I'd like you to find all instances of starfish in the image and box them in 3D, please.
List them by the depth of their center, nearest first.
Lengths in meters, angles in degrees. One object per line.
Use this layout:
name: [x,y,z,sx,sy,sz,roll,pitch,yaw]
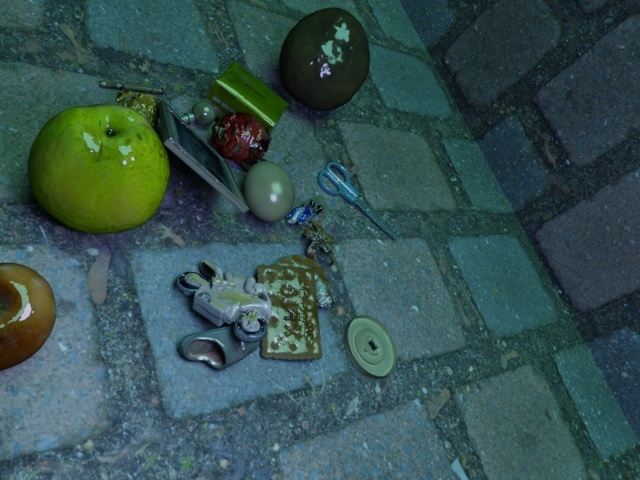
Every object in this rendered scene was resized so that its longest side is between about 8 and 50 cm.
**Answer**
starfish: [-0.001,-0.001,2.050,0.146,0.074,0.190,7,54,-30]

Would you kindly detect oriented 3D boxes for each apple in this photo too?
apple: [-0.725,0.166,1.199,0.253,0.253,0.254,22,48,-27]

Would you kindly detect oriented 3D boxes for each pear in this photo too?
pear: [-0.591,-0.203,1.477,0.390,0.391,0.391,22,48,-27]

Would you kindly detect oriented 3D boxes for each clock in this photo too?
clock: [0.185,0.382,1.951,0.234,0.029,0.235,22,49,-27]

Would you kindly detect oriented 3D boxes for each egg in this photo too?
egg: [-0.186,-0.178,1.935,0.185,0.186,0.242,11,48,-34]

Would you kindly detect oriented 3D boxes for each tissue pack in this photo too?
tissue pack: [-0.293,-0.532,2.117,0.274,0.167,0.200,35,41,-13]

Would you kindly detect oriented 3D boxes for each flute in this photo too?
flute: [-0.669,-0.545,1.919,0.232,0.027,0.027,-5,64,-42]

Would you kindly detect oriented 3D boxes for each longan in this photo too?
longan: [0.020,-0.794,2.408,0.403,0.404,0.436,35,66,-15]

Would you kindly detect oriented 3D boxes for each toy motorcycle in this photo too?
toy motorcycle: [-0.263,0.168,1.614,0.340,0.108,0.222,31,36,21]

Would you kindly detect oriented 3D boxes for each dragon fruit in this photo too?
dragon fruit: [-0.283,-0.369,1.992,0.274,0.192,0.193,25,34,-46]

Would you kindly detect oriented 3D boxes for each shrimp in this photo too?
shrimp: [-0.071,0.131,1.891,0.286,0.068,0.185,20,50,-27]

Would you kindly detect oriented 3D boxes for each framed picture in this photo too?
framed picture: [-0.384,-0.278,1.731,0.326,0.028,0.446,44,7,-32]

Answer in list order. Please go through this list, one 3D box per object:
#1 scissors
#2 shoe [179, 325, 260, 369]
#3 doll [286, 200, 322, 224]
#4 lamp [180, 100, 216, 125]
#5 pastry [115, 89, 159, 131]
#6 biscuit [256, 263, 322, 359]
scissors: [0.175,-0.159,2.339,0.447,0.029,0.193,43,43,-6]
shoe: [-0.276,0.314,1.552,0.250,0.103,0.100,2,34,-33]
doll: [-0.067,-0.100,2.070,0.095,0.070,0.195,27,34,22]
lamp: [-0.468,-0.458,1.990,0.163,0.091,0.091,-27,79,-34]
pastry: [-0.618,-0.404,1.801,0.154,0.102,0.250,12,55,-29]
biscuit: [-0.101,0.231,1.768,0.216,0.044,0.325,8,60,-24]
